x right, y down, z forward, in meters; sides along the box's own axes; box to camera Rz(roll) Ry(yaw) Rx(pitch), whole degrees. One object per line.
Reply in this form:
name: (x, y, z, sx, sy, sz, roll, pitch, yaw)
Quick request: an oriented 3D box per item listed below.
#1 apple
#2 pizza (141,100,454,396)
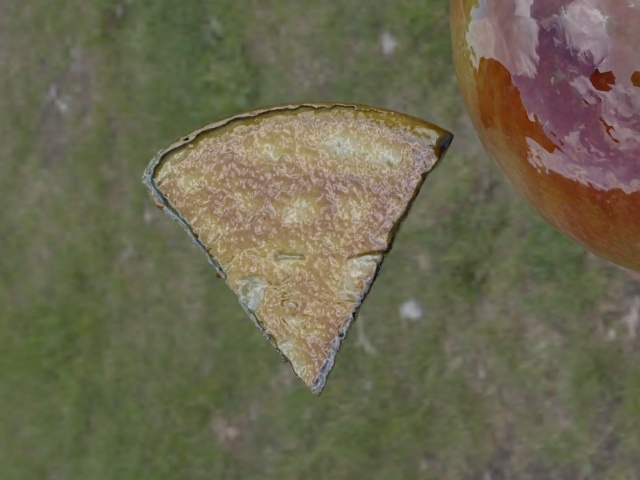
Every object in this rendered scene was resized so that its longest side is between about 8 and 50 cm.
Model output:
apple: (0.217, -0.115, 0.942, 0.301, 0.301, 0.302, 6, 98, 49)
pizza: (0.000, 0.000, 0.931, 0.036, 0.184, 0.176, 61, -168, -78)
